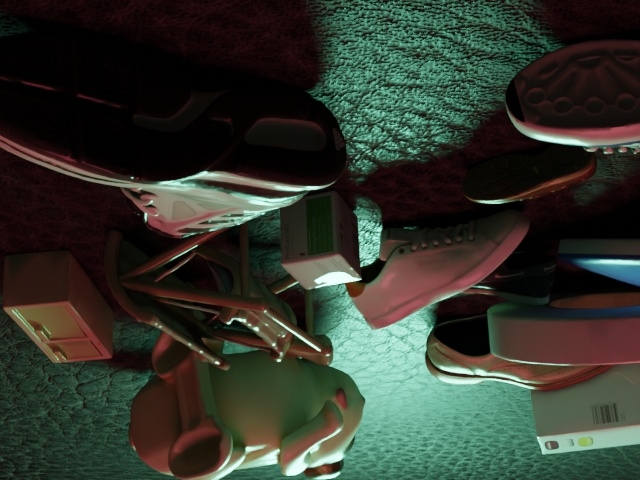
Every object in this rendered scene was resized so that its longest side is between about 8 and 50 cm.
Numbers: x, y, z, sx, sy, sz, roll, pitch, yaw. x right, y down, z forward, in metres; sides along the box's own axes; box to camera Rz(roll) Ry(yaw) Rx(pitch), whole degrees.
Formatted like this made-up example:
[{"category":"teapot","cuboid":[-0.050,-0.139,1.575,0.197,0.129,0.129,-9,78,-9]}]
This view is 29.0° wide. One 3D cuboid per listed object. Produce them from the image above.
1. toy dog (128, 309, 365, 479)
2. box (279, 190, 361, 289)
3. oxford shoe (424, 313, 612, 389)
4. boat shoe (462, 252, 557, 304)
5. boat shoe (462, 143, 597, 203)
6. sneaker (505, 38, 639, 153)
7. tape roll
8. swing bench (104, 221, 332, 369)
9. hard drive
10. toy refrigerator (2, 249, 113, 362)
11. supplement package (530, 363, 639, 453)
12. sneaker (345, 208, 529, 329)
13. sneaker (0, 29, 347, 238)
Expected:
[{"category":"toy dog","cuboid":[-0.103,0.321,2.203,0.407,0.285,0.395,6,140,-37]},{"category":"box","cuboid":[0.000,0.000,1.722,0.087,0.101,0.102,-11,154,18]},{"category":"oxford shoe","cuboid":[0.358,0.188,2.185,0.348,0.123,0.130,-6,151,3]},{"category":"boat shoe","cuboid":[0.250,0.038,1.906,0.233,0.084,0.079,9,116,-11]},{"category":"boat shoe","cuboid":[0.276,-0.080,1.623,0.178,0.064,0.060,-15,152,19]},{"category":"sneaker","cuboid":[0.380,-0.129,1.438,0.322,0.130,0.236,-11,152,5]},{"category":"tape roll","cuboid":[0.453,0.126,1.915,0.392,0.072,0.392,-6,-177,0]},{"category":"swing bench","cuboid":[-0.147,0.080,1.810,0.254,0.165,0.253,-12,156,19]},{"category":"hard drive","cuboid":[0.526,0.039,1.793,0.210,0.040,0.318,17,173,-27]},{"category":"toy refrigerator","cuboid":[-0.404,0.112,1.935,0.102,0.094,0.269,-5,157,3]},{"category":"supplement package","cuboid":[0.519,0.267,2.279,0.261,0.204,0.145,-9,156,11]},{"category":"sneaker","cuboid":[0.158,0.018,1.792,0.290,0.106,0.123,-31,107,19]},{"category":"sneaker","cuboid":[-0.216,-0.083,1.416,0.447,0.169,0.257,9,152,-32]}]
